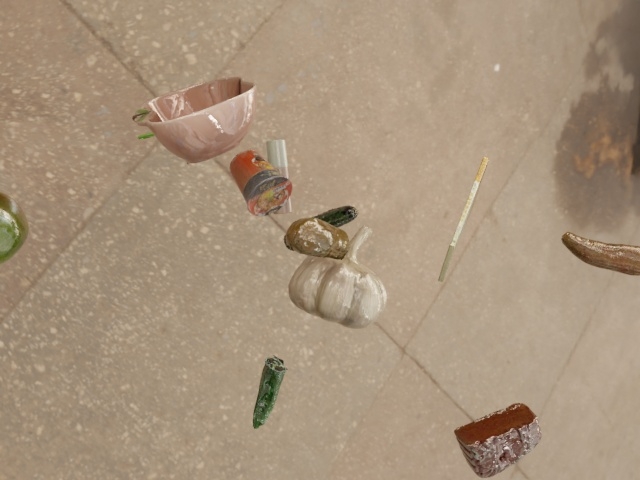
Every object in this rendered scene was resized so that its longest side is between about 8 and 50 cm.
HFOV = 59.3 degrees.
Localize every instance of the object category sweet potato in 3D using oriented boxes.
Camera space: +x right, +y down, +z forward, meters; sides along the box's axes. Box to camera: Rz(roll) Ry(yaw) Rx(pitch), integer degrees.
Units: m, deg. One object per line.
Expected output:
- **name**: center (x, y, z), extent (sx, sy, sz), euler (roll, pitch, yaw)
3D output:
- **sweet potato**: center (0.582, 0.033, 1.056), extent (0.255, 0.078, 0.058), euler (8, 116, -1)
- **sweet potato**: center (0.006, 0.002, 0.970), extent (0.233, 0.081, 0.062), euler (21, 83, -73)

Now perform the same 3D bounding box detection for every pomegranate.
- **pomegranate**: center (-0.735, -0.047, 1.190), extent (0.181, 0.181, 0.224), euler (-41, 139, -26)

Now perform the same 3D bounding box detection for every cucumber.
- **cucumber**: center (0.001, -0.042, 1.553), extent (0.067, 0.293, 0.068), euler (16, 62, -34)

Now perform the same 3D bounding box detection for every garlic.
- **garlic**: center (0.048, 0.065, 1.186), extent (0.218, 0.218, 0.212), euler (12, 98, -41)

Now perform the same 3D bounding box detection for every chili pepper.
- **chili pepper**: center (-0.162, 0.456, 1.652), extent (0.059, 0.088, 0.227), euler (12, 106, -25)

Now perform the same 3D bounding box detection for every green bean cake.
- **green bean cake**: center (0.503, 0.551, 1.573), extent (0.232, 0.097, 0.199), euler (-28, 124, -8)

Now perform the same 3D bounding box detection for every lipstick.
- **lipstick**: center (-0.145, -0.223, 1.979), extent (0.070, 0.070, 0.255), euler (-11, 99, -38)

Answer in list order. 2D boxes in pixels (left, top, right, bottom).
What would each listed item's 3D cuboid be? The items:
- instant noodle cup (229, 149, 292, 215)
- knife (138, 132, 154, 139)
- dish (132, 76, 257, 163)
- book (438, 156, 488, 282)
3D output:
- **instant noodle cup**: center (-0.154, -0.149, 1.379), extent (0.127, 0.136, 0.127), euler (-26, 147, -19)
- **knife**: center (-0.483, -0.341, 1.761), extent (0.054, 0.212, 0.015), euler (-23, 105, -64)
- **dish**: center (-0.197, -0.191, 0.923), extent (0.213, 0.213, 0.090), euler (-34, 124, -29)
- **book**: center (0.386, -0.053, 1.517), extent (0.208, 0.020, 0.295), euler (85, 29, -60)
